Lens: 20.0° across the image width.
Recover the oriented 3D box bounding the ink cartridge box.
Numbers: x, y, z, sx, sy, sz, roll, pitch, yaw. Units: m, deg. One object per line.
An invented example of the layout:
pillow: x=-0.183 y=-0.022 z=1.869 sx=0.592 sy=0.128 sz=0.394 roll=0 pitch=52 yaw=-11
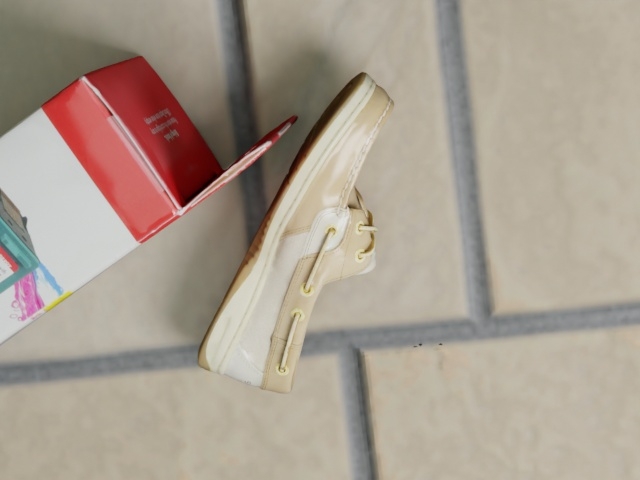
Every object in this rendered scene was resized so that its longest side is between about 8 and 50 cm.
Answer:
ink cartridge box: x=-0.129 y=-0.014 z=0.855 sx=0.231 sy=0.134 sz=0.078 roll=-35 pitch=95 yaw=9

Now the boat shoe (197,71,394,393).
boat shoe: x=0.000 y=0.000 z=0.887 sx=0.059 sy=0.063 sz=0.170 roll=27 pitch=111 yaw=-3
